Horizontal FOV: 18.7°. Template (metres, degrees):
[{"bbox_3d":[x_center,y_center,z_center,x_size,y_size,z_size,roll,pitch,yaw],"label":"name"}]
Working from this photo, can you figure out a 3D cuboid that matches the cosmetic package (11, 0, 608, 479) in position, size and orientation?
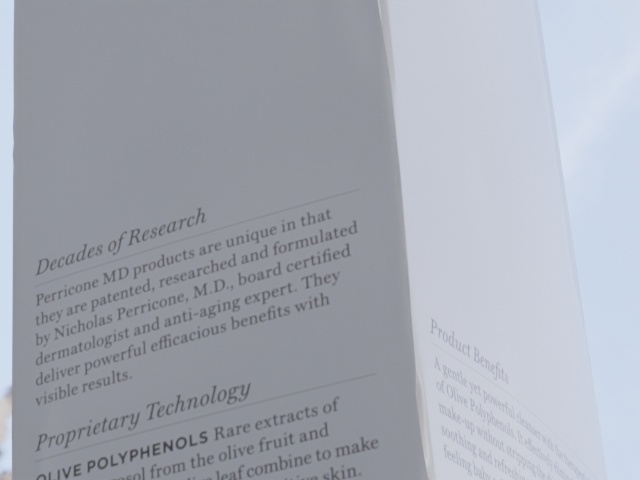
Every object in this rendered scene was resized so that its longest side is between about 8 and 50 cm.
[{"bbox_3d":[0.000,0.000,0.708,0.155,0.197,0.365,-17,-121,21],"label":"cosmetic package"}]
